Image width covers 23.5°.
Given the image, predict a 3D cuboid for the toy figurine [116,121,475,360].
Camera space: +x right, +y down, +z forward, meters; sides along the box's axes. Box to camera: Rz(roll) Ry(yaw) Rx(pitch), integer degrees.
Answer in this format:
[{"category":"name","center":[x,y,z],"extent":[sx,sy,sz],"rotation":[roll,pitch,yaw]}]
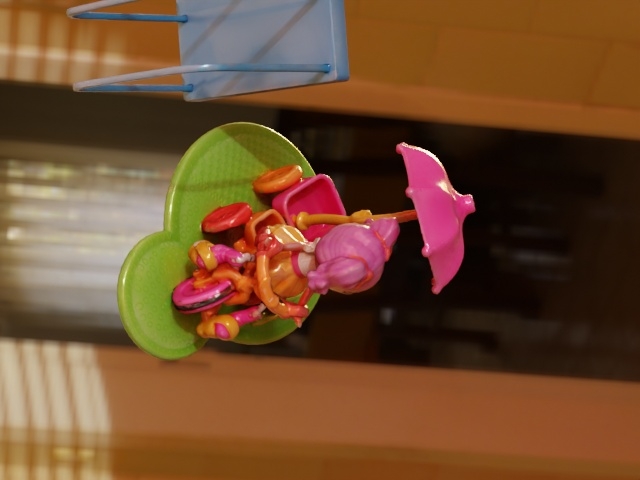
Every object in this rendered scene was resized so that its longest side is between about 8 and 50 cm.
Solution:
[{"category":"toy figurine","center":[0.000,0.000,0.826],"extent":[0.159,0.173,0.130],"rotation":[-6,113,45]}]

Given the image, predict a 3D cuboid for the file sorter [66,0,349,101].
[{"category":"file sorter","center":[-0.068,-0.161,0.797],"extent":[0.118,0.104,0.170],"rotation":[-2,93,44]}]
